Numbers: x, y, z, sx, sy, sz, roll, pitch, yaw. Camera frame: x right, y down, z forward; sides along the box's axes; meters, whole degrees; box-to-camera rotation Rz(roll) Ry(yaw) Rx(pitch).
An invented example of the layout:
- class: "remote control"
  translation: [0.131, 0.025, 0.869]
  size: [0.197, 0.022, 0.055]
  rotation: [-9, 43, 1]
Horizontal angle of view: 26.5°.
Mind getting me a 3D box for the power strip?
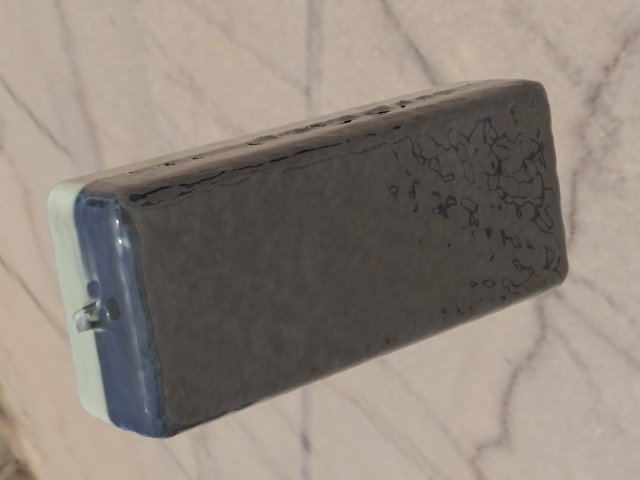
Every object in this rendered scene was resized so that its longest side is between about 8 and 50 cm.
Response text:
- class: "power strip"
  translation: [0.000, 0.000, 0.597]
  size: [0.070, 0.257, 0.105]
  rotation: [5, 108, 50]
